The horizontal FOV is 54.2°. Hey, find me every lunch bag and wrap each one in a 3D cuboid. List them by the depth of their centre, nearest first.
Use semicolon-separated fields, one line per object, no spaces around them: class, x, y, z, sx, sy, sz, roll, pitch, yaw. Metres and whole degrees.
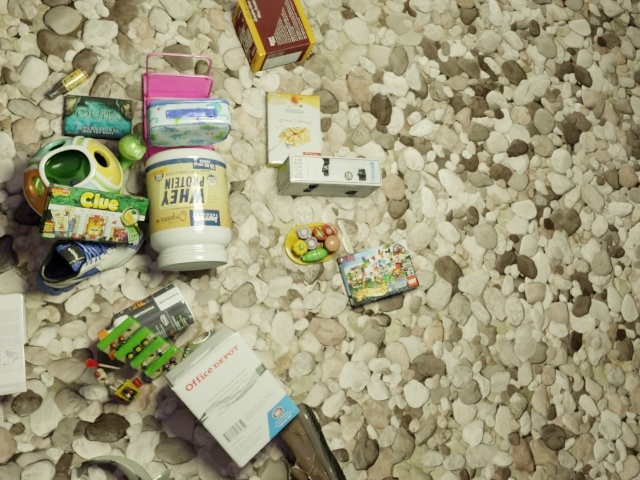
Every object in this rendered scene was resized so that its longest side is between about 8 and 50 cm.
lunch bag;-0.347;-0.313;1.650;0.219;0.176;0.090;-6;83;-15

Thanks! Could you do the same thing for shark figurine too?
shark figurine;-0.507;0.632;1.657;0.278;0.116;0.166;43;70;-7

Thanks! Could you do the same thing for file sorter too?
file sorter;-0.412;-0.381;1.832;0.202;0.182;0.290;-1;80;-16

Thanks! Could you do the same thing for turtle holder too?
turtle holder;-0.639;-0.167;1.702;0.321;0.227;0.243;-1;80;-15

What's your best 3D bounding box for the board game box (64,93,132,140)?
board game box;-0.652;-0.361;1.841;0.186;0.026;0.126;2;80;-16

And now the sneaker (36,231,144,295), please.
sneaker;-0.624;0.037;1.694;0.316;0.182;0.127;-35;92;-19

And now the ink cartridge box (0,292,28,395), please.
ink cartridge box;-0.923;0.282;1.624;0.297;0.066;0.261;-5;81;-16

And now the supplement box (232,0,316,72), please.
supplement box;-0.151;-0.666;1.987;0.194;0.129;0.191;-20;86;-19

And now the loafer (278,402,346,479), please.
loafer;-0.020;0.657;1.798;0.130;0.134;0.365;-26;77;4

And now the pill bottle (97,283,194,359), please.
pill bottle;-0.484;0.232;1.726;0.246;0.130;0.130;-29;89;-19

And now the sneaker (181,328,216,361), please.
sneaker;-0.361;0.330;1.784;0.192;0.064;0.086;-36;80;-17

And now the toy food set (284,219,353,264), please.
toy food set;0.000;0.000;1.938;0.218;0.071;0.128;-12;84;-18

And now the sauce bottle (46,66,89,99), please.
sauce bottle;-0.738;-0.455;1.826;0.042;0.042;0.128;46;73;-4

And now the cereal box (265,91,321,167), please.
cereal box;-0.086;-0.348;1.988;0.173;0.047;0.240;1;78;-16

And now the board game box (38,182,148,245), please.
board game box;-0.582;-0.064;1.624;0.260;0.030;0.136;7;100;-43

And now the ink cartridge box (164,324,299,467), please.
ink cartridge box;-0.243;0.424;1.723;0.223;0.129;0.307;-40;108;-18

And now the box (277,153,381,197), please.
box;0.025;-0.195;1.931;0.290;0.169;0.087;0;80;-15

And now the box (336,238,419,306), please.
box;0.183;0.101;1.986;0.233;0.044;0.159;-16;84;-18

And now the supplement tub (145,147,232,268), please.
supplement tub;-0.370;-0.081;1.765;0.229;0.228;0.316;-4;81;-17

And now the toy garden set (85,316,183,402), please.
toy garden set;-0.501;0.331;1.655;0.204;0.244;0.049;-42;52;-3
